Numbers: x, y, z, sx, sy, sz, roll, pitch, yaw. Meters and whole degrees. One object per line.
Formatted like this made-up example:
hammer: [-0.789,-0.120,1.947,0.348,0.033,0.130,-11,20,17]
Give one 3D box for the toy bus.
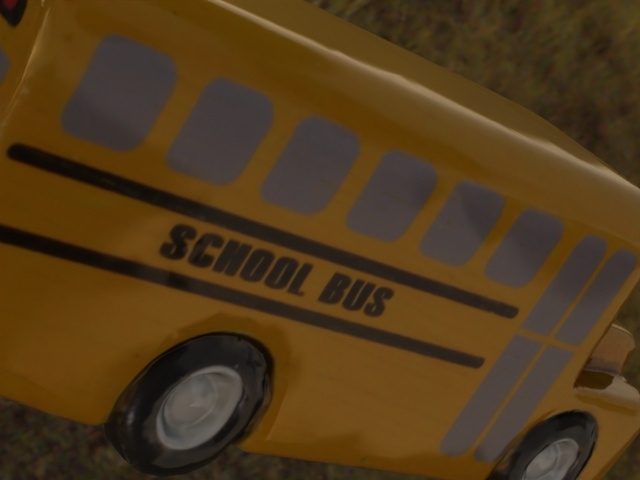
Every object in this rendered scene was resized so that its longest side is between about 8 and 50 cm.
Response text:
toy bus: [0.000,0.000,0.462,0.333,0.130,0.108,17,19,-46]
